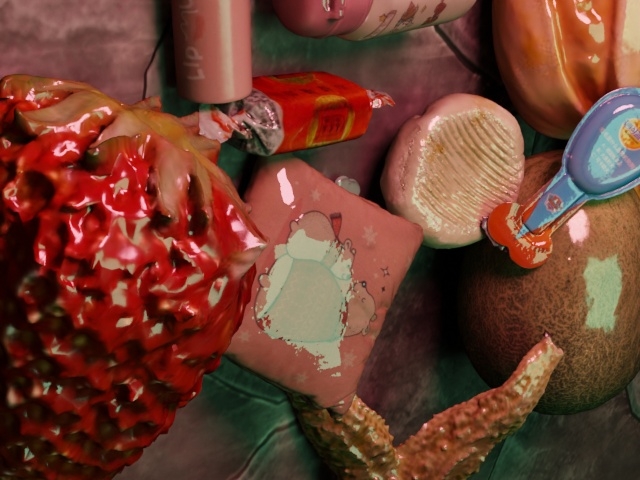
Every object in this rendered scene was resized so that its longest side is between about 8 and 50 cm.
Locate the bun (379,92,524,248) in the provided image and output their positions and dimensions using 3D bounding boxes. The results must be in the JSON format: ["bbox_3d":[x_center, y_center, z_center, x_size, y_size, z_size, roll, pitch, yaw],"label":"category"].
[{"bbox_3d":[0.139,-0.082,1.456,0.183,0.102,0.183,-11,111,-30],"label":"bun"}]

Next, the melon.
[{"bbox_3d":[0.286,0.053,1.579,0.248,0.248,0.329,-19,114,-44],"label":"melon"}]

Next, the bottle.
[{"bbox_3d":[0.050,-0.253,1.275,0.233,0.110,0.110,-20,121,-43],"label":"bottle"}]

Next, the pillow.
[{"bbox_3d":[-0.020,0.041,1.317,0.223,0.084,0.236,32,78,-27],"label":"pillow"}]

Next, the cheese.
[{"bbox_3d":[0.291,-0.073,1.440,0.256,0.037,0.106,-42,101,2],"label":"cheese"}]

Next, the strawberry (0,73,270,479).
[{"bbox_3d":[-0.210,0.045,1.010,0.292,0.292,0.343,22,104,-51],"label":"strawberry"}]

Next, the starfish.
[{"bbox_3d":[0.130,0.242,1.500,0.324,0.082,0.432,-10,127,2],"label":"starfish"}]

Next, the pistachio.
[{"bbox_3d":[0.308,-0.249,1.508,0.230,0.230,0.309,-36,124,-34],"label":"pistachio"}]

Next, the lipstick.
[{"bbox_3d":[-0.097,-0.250,1.133,0.070,0.070,0.254,-25,124,-41],"label":"lipstick"}]

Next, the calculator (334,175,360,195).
[{"bbox_3d":[0.000,0.000,1.397,0.095,0.021,0.153,38,80,-50],"label":"calculator"}]

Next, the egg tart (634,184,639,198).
[{"bbox_3d":[0.414,-0.111,1.692,0.118,0.288,0.288,13,98,-14],"label":"egg tart"}]

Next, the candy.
[{"bbox_3d":[-0.025,-0.123,1.261,0.292,0.086,0.059,-15,127,-47],"label":"candy"}]
